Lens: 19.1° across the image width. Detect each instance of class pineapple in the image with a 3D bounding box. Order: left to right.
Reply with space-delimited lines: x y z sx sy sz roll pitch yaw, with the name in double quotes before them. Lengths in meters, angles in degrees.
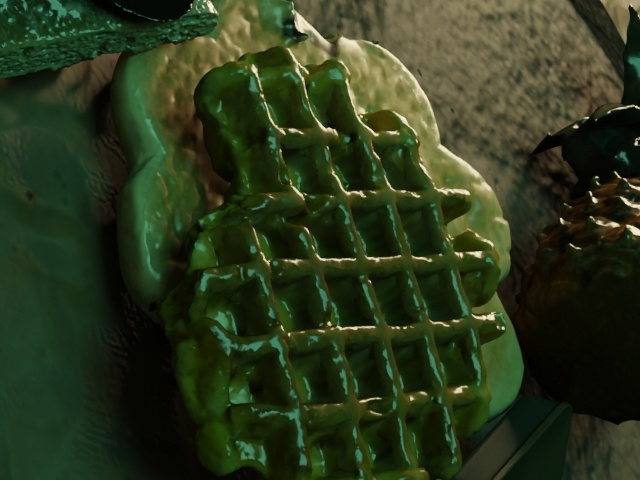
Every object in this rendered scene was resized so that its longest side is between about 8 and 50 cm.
"pineapple" 0.224 -0.033 1.289 0.165 0.165 0.364 45 36 -20

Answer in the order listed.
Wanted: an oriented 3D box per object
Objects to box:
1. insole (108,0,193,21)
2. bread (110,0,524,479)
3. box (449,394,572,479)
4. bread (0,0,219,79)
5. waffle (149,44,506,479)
"insole" -0.168 -0.181 0.998 0.232 0.003 0.080 30 40 -7
"bread" 0.000 0.000 1.096 0.316 0.054 0.316 24 53 -36
"box" 0.104 0.150 1.109 0.126 0.031 0.091 -40 142 -47
"bread" -0.153 -0.143 1.001 0.193 0.036 0.112 -16 64 -38
"waffle" 0.000 0.025 1.006 0.249 0.056 0.253 51 45 -12
